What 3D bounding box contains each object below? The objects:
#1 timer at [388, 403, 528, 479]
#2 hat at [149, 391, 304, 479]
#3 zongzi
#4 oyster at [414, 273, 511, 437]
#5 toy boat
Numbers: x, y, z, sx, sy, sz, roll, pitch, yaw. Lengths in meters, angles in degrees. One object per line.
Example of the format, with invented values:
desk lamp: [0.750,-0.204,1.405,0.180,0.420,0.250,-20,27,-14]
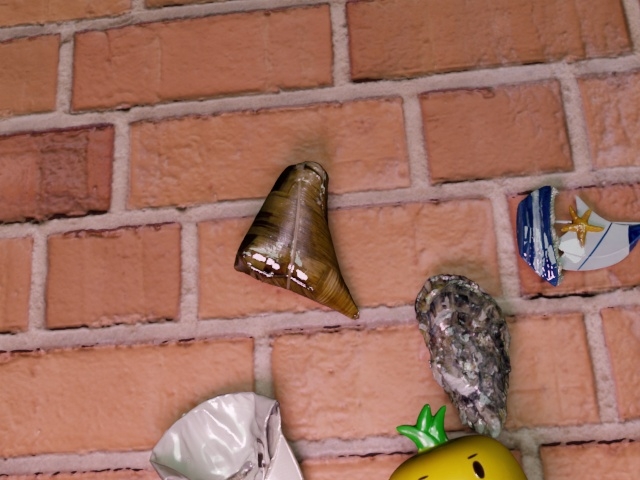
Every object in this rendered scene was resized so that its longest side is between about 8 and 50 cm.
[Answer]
timer: [0.227,0.425,1.489,0.285,0.285,0.285,-2,71,6]
hat: [-0.164,0.460,1.615,0.258,0.168,0.301,-31,93,-25]
zongzi: [0.000,0.000,1.756,0.288,0.134,0.286,27,71,1]
oyster: [0.294,0.226,1.629,0.162,0.158,0.350,-35,51,31]
toy boat: [0.555,-0.007,1.729,0.291,0.067,0.220,4,72,-3]
